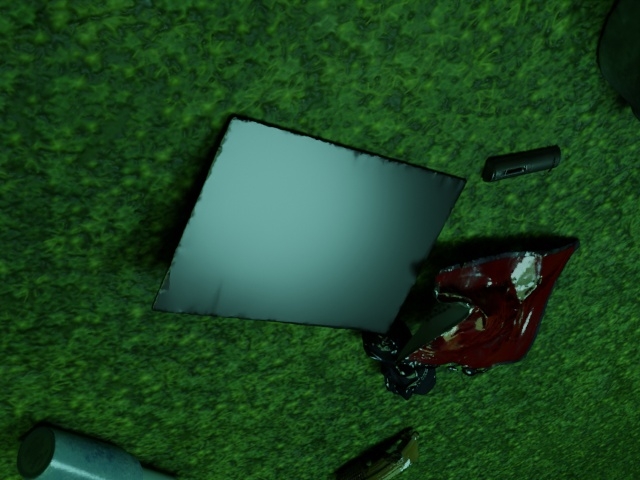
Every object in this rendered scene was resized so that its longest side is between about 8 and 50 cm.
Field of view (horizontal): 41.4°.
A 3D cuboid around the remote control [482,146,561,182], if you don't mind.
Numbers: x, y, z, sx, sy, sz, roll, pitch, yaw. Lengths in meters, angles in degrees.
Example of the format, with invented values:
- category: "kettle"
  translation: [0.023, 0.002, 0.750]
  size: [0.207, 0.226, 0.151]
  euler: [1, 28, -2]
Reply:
- category: "remote control"
  translation: [0.216, -0.079, 0.902]
  size: [0.091, 0.016, 0.034]
  euler: [-13, 135, -19]

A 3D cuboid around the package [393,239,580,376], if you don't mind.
- category: "package"
  translation: [0.205, 0.089, 1.019]
  size: [0.270, 0.071, 0.194]
  euler: [2, 128, -38]

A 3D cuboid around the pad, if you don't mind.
- category: "pad"
  translation: [0.000, 0.000, 0.832]
  size: [0.300, 0.005, 0.202]
  euler: [9, 115, -38]

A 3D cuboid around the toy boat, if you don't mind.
- category: "toy boat"
  translation: [0.090, 0.337, 1.271]
  size: [0.149, 0.049, 0.047]
  euler: [-36, 172, 7]

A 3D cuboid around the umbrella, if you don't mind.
- category: "umbrella"
  translation: [0.088, 0.127, 1.018]
  size: [0.071, 0.071, 0.248]
  euler: [-29, 143, 1]

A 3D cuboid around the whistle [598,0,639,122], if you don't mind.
- category: "whistle"
  translation: [0.428, -0.214, 0.751]
  size: [0.188, 0.168, 0.404]
  euler: [18, 124, -42]

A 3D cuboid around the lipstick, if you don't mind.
- category: "lipstick"
  translation: [-0.232, 0.282, 1.000]
  size: [0.061, 0.068, 0.274]
  euler: [-42, 139, 8]
